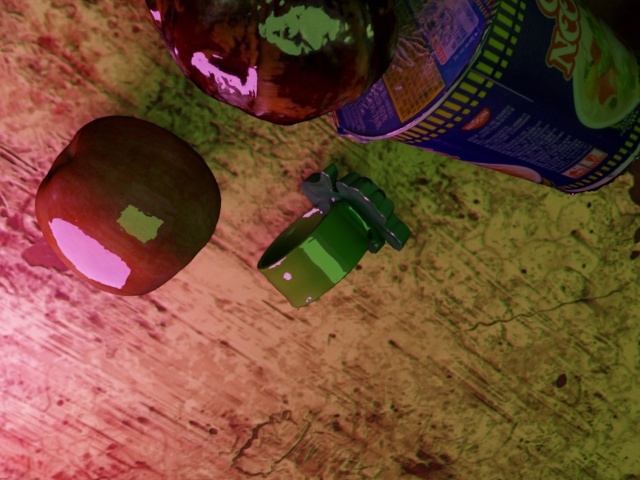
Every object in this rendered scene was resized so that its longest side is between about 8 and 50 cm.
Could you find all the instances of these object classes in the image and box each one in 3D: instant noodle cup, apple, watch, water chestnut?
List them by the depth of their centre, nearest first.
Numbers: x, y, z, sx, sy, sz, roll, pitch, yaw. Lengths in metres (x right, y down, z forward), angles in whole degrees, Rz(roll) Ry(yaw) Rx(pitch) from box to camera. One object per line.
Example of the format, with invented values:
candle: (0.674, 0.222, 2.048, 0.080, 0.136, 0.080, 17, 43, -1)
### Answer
water chestnut: (-0.037, -0.252, 0.899, 0.289, 0.289, 0.244, 28, 110, -24)
apple: (-0.211, -0.040, 0.971, 0.174, 0.188, 0.188, 38, 96, -22)
instant noodle cup: (0.212, -0.189, 1.016, 0.312, 0.284, 0.284, 20, 103, -31)
watch: (0.000, 0.000, 1.062, 0.152, 0.165, 0.131, -45, 105, -17)
